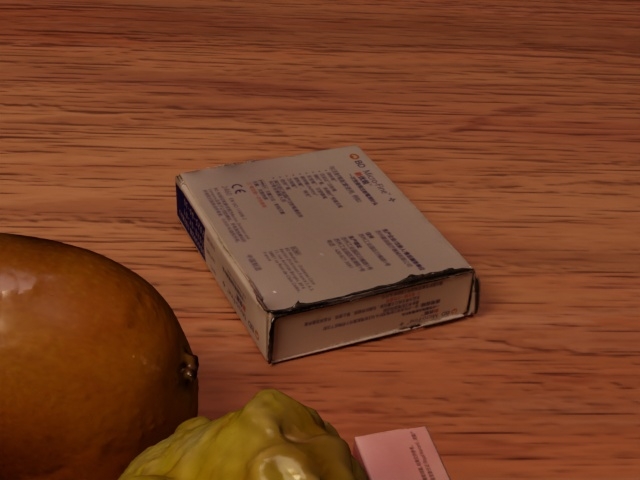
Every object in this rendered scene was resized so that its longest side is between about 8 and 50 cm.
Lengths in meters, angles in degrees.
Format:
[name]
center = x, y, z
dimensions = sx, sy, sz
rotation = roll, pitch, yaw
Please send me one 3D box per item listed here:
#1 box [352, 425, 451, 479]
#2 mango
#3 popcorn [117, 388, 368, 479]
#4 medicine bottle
[box]
center = 0.050, 0.170, 0.592
dimensions = 0.043, 0.089, 0.125
rotation = -5, 34, -14
[mango]
center = -0.187, 0.071, 0.646
dimensions = 0.236, 0.166, 0.136
rotation = 3, 30, -5
[popcorn]
center = -0.045, 0.162, 0.514
dimensions = 0.156, 0.197, 0.197
rotation = 7, 34, 2
[medicine bottle]
center = 0.000, 0.000, 0.868
dimensions = 0.171, 0.052, 0.201
rotation = -12, 37, -23
